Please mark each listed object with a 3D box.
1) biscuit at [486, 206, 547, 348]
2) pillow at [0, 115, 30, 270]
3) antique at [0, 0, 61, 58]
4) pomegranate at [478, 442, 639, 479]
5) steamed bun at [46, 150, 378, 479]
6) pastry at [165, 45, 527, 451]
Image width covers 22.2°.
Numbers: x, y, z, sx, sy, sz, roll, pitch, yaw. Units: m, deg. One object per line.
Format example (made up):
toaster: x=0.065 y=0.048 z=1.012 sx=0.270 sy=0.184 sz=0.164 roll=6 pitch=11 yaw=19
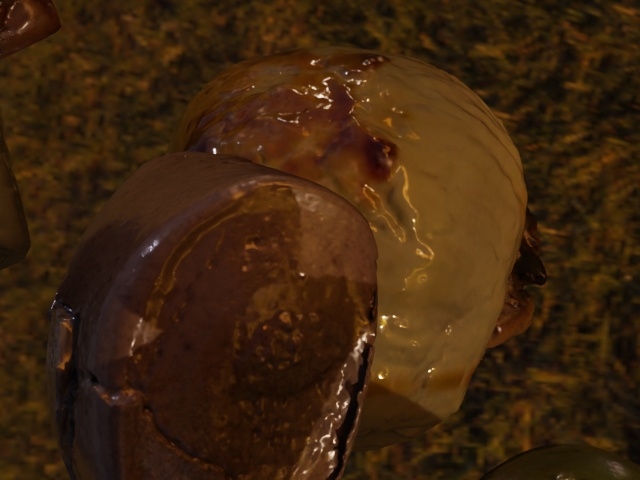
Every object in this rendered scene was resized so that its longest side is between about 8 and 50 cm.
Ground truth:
biscuit: x=0.117 y=0.001 z=1.921 sx=0.081 sy=0.289 sz=0.334 roll=110 pitch=142 yaw=-52
pillow: x=-0.382 y=-0.072 z=1.352 sx=0.322 sy=0.120 sz=0.255 roll=-12 pitch=87 yaw=37
antique: x=-0.250 y=-0.236 z=0.907 sx=0.093 sy=0.087 sz=0.310 roll=8 pitch=125 yaw=62
pomegranate: x=0.139 y=0.136 z=0.678 sx=0.191 sy=0.152 sz=0.131 roll=-47 pitch=38 yaw=15
steamed bun: x=-0.103 y=0.087 z=1.155 sx=0.251 sy=0.199 sz=0.301 roll=19 pitch=101 yaw=58
pastry: x=0.000 y=0.000 z=1.479 sx=0.388 sy=0.312 sz=0.389 roll=-161 pitch=90 yaw=-77
